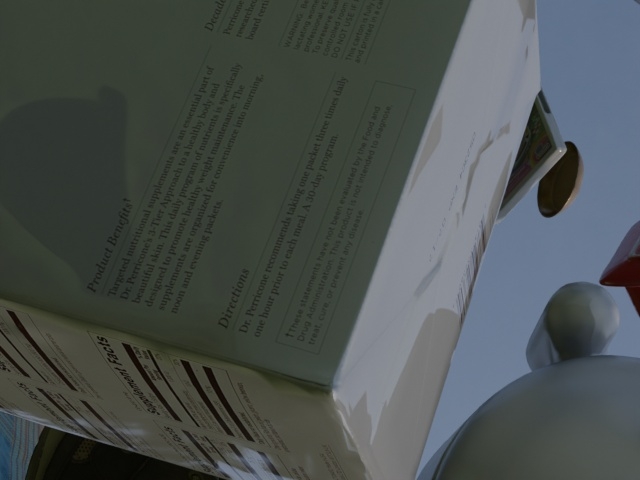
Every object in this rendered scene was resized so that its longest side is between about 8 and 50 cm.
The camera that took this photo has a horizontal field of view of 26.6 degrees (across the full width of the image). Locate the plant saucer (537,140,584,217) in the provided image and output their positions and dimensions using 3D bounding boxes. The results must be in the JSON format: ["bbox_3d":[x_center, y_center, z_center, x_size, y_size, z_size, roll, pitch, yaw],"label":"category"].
[{"bbox_3d":[0.253,-0.062,1.410,0.083,0.015,0.083,-164,-90,-73],"label":"plant saucer"}]

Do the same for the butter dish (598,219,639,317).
[{"bbox_3d":[0.367,0.043,1.291,0.160,0.160,0.118,-5,-68,30],"label":"butter dish"}]

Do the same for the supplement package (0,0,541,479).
[{"bbox_3d":[-0.047,-0.033,0.476,0.203,0.194,0.149,14,-24,17],"label":"supplement package"}]

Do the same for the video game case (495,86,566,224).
[{"bbox_3d":[0.128,-0.085,0.958,0.087,0.011,0.122,-52,-138,43],"label":"video game case"}]

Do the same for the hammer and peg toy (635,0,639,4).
[{"bbox_3d":[0.338,-0.346,1.074,0.127,0.266,0.361,24,-91,59],"label":"hammer and peg toy"}]

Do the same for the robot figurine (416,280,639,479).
[{"bbox_3d":[0.153,0.180,0.787,0.353,0.200,0.300,98,-11,-74],"label":"robot figurine"}]

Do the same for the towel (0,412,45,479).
[{"bbox_3d":[-0.252,0.208,1.188,0.040,0.271,0.370,-29,-66,5],"label":"towel"}]

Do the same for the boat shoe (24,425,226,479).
[{"bbox_3d":[-0.098,0.133,0.943,0.130,0.132,0.355,38,-70,34],"label":"boat shoe"}]
